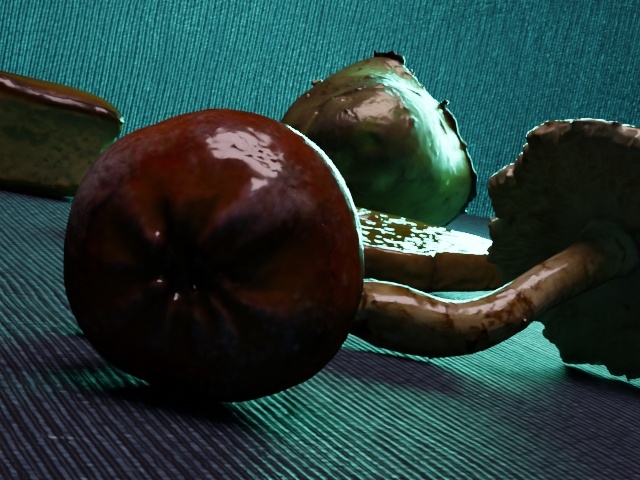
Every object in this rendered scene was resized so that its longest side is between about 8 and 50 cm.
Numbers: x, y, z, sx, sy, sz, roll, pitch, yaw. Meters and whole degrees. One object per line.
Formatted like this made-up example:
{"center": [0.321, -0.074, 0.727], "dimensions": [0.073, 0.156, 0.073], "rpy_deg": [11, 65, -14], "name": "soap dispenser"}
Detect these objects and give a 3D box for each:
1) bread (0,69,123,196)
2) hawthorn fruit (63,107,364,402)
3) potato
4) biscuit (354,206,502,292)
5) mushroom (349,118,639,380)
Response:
{"center": [-0.453, -0.156, 2.045], "dimensions": [0.324, 0.143, 0.333], "rpy_deg": [10, 4, -29], "name": "bread"}
{"center": [-0.055, 0.007, 0.912], "dimensions": [0.173, 0.172, 0.173], "rpy_deg": [12, 4, -1], "name": "hawthorn fruit"}
{"center": [0.035, -0.112, 2.267], "dimensions": [0.237, 0.288, 0.301], "rpy_deg": [-19, 64, -49], "name": "potato"}
{"center": [0.000, 0.002, 1.737], "dimensions": [0.385, 0.062, 0.365], "rpy_deg": [14, 7, 26], "name": "biscuit"}
{"center": [0.182, 0.051, 1.312], "dimensions": [0.233, 0.302, 0.208], "rpy_deg": [45, -12, 18], "name": "mushroom"}
